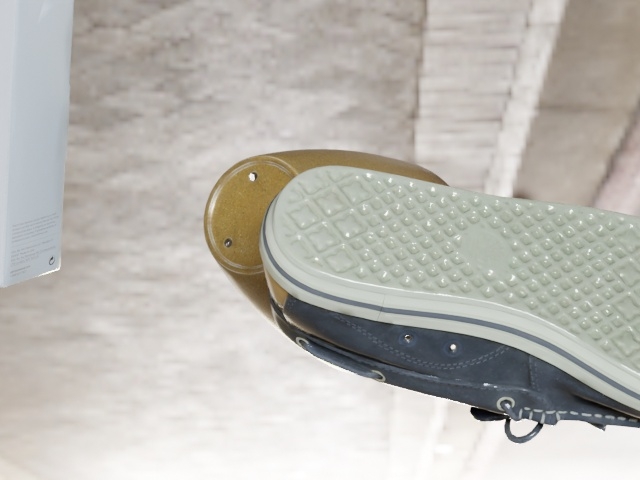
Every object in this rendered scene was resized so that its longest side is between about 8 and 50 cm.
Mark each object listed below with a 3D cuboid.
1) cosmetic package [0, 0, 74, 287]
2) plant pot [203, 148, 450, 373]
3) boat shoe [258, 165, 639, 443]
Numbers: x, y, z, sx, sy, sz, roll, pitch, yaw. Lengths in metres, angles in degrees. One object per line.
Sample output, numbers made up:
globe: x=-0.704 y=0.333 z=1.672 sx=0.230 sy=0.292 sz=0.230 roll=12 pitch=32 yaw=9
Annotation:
cosmetic package: x=-0.410 y=-0.139 z=1.543 sx=0.377 sy=0.284 sz=0.097 roll=13 pitch=-164 yaw=26
plant pot: x=0.000 y=0.000 z=1.679 sx=0.237 sy=0.237 sz=0.254 roll=-8 pitch=163 yaw=28
boat shoe: x=0.186 y=0.072 z=1.420 sx=0.500 sy=0.187 sz=0.156 roll=14 pitch=142 yaw=-2
